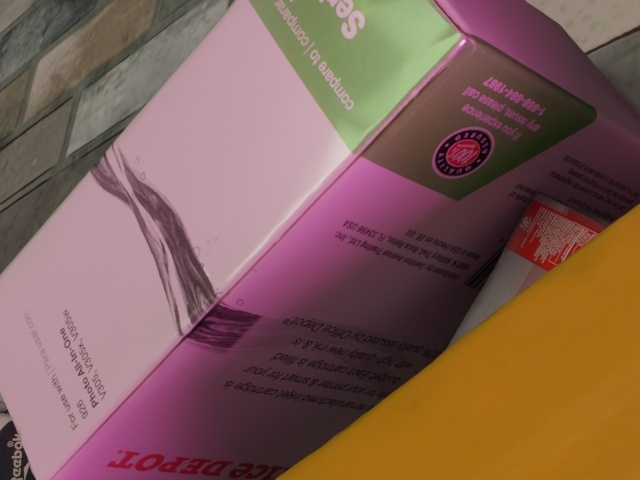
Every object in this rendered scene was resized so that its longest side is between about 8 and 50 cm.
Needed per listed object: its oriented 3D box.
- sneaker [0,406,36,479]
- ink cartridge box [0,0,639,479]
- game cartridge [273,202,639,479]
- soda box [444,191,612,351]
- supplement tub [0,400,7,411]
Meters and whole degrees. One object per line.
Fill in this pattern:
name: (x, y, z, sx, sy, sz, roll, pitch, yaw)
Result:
sneaker: (-0.138, 0.145, 0.842, 0.235, 0.153, 0.094, -35, 42, 36)
ink cartridge box: (0.000, 0.000, 0.664, 0.289, 0.211, 0.121, -45, 56, 20)
game cartridge: (0.147, 0.047, 0.273, 0.324, 0.052, 0.285, -38, 25, 4)
soda box: (0.083, 0.119, 0.600, 0.263, 0.092, 0.083, -60, 32, 4)
supplement tub: (-0.335, 0.262, 0.999, 0.193, 0.194, 0.316, 22, 86, 58)
